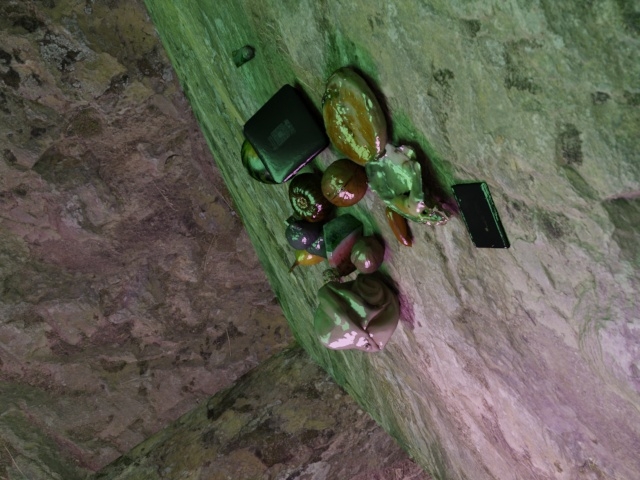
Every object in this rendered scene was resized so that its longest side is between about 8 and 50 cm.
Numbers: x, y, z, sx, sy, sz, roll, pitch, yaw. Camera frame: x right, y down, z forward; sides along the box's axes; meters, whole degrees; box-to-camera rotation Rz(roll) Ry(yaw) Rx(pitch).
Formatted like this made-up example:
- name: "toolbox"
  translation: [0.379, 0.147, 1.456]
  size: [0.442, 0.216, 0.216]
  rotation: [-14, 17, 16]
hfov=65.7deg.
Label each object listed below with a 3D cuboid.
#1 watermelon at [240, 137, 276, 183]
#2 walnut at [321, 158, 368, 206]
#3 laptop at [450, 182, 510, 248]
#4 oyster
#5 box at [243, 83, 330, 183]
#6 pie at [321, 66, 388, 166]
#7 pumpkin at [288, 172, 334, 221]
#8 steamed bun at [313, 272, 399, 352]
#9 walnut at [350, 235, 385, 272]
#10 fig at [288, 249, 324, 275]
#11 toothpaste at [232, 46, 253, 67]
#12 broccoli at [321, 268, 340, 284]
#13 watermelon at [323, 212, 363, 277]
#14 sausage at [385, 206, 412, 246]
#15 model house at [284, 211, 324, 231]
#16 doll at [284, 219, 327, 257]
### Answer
- name: "watermelon"
  translation: [-0.206, -0.362, 2.107]
  size: [0.269, 0.269, 0.269]
  rotation: [49, 159, 27]
- name: "walnut"
  translation: [0.086, -0.205, 1.776]
  size: [0.167, 0.167, 0.207]
  rotation: [58, 163, 3]
- name: "laptop"
  translation: [0.430, -0.064, 1.341]
  size: [0.197, 0.016, 0.135]
  rotation: [63, 159, -13]
- name: "oyster"
  translation: [0.260, -0.168, 1.479]
  size: [0.275, 0.100, 0.271]
  rotation: [6, 123, 60]
- name: "box"
  translation: [-0.134, -0.405, 1.904]
  size: [0.290, 0.289, 0.073]
  rotation: [56, -156, 9]
- name: "pie"
  translation: [0.105, -0.389, 1.584]
  size: [0.339, 0.077, 0.339]
  rotation: [46, 154, 31]
- name: "pumpkin"
  translation: [-0.027, -0.185, 2.120]
  size: [0.219, 0.162, 0.218]
  rotation: [20, 126, 30]
- name: "steamed bun"
  translation: [0.170, 0.281, 2.080]
  size: [0.342, 0.368, 0.255]
  rotation: [-96, 21, -50]
- name: "walnut"
  translation: [0.186, 0.055, 1.957]
  size: [0.140, 0.140, 0.162]
  rotation: [52, 149, 21]
- name: "fig"
  translation: [-0.074, 0.080, 2.476]
  size: [0.159, 0.257, 0.159]
  rotation: [36, 158, 17]
- name: "toothpaste"
  translation: [-0.338, -0.795, 2.137]
  size: [0.248, 0.047, 0.078]
  rotation: [23, 136, 64]
- name: "broccoli"
  translation: [0.056, 0.201, 2.571]
  size: [0.097, 0.092, 0.095]
  rotation: [34, -158, -53]
- name: "watermelon"
  translation: [0.092, 0.043, 2.088]
  size: [0.140, 0.193, 0.256]
  rotation: [40, 155, 43]
- name: "sausage"
  translation: [0.268, -0.052, 1.710]
  size: [0.062, 0.054, 0.183]
  rotation: [-93, -21, -66]
- name: "model house"
  translation: [-0.034, -0.042, 2.343]
  size: [0.248, 0.176, 0.181]
  rotation: [47, 160, 5]
- name: "doll"
  translation: [-0.001, -0.007, 2.224]
  size: [0.246, 0.341, 0.158]
  rotation: [141, 142, -62]
